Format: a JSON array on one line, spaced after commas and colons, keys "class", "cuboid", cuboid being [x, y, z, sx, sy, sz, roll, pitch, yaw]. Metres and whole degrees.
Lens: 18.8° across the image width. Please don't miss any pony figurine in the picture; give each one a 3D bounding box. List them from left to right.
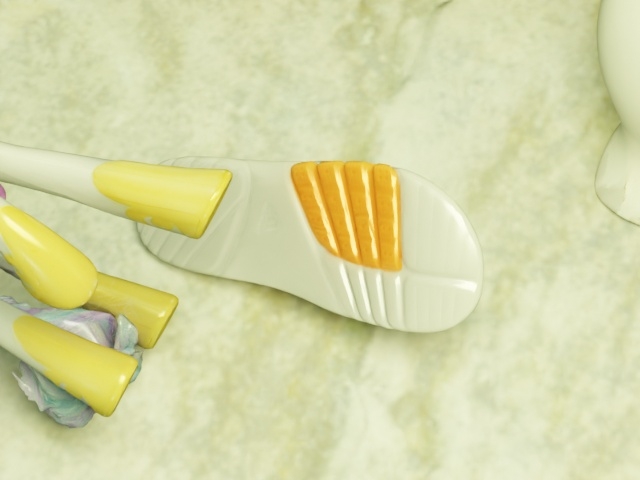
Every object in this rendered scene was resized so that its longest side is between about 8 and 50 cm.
[{"class": "pony figurine", "cuboid": [-0.261, -0.025, 1.178, 0.363, 0.351, 0.303, 27, 63, -1]}]

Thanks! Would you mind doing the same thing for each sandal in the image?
[{"class": "sandal", "cuboid": [0.001, -0.011, 1.272, 0.265, 0.076, 0.102, 13, 99, 31]}]

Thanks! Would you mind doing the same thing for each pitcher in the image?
[{"class": "pitcher", "cuboid": [0.253, -0.131, 1.268, 0.125, 0.207, 0.178, 25, 58, 19]}]
